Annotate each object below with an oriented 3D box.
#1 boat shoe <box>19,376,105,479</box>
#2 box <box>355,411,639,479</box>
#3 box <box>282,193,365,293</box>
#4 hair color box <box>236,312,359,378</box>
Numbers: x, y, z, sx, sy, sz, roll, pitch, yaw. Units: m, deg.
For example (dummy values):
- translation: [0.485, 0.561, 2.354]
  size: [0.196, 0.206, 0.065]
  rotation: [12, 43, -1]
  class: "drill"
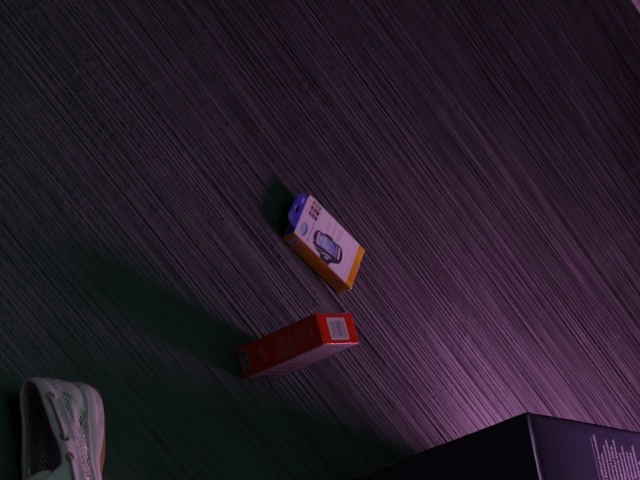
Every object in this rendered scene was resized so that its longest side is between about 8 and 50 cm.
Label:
- translation: [-0.277, 0.268, 1.646]
  size: [0.096, 0.098, 0.277]
  rotation: [22, 44, -41]
  class: "boat shoe"
- translation: [0.291, 0.384, 2.087]
  size: [0.395, 0.293, 0.212]
  rotation: [15, 58, -46]
  class: "box"
- translation: [0.000, 0.000, 2.188]
  size: [0.136, 0.028, 0.081]
  rotation: [44, 41, -21]
  class: "box"
- translation: [-0.029, 0.131, 1.979]
  size: [0.072, 0.141, 0.043]
  rotation: [3, 67, -50]
  class: "hair color box"
